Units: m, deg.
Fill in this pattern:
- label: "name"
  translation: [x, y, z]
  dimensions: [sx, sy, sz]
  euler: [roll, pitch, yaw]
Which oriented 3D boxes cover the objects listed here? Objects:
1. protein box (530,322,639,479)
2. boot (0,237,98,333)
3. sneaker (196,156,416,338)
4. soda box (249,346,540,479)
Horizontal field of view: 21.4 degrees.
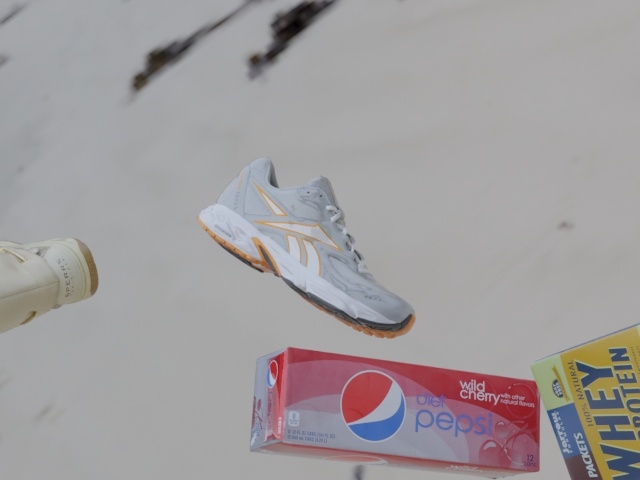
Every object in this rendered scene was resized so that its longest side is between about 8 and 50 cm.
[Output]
- label: "protein box"
  translation: [0.331, 0.122, 1.450]
  dimensions: [0.200, 0.136, 0.201]
  euler: [-15, -8, -32]
- label: "boot"
  translation: [-0.392, 0.068, 1.820]
  dimensions: [0.262, 0.095, 0.203]
  euler: [-8, 10, 42]
- label: "sneaker"
  translation: [0.000, 0.000, 1.757]
  dimensions: [0.121, 0.262, 0.099]
  euler: [-56, -20, -6]
- label: "soda box"
  translation: [0.072, 0.162, 1.565]
  dimensions: [0.083, 0.263, 0.092]
  euler: [151, 124, -64]
